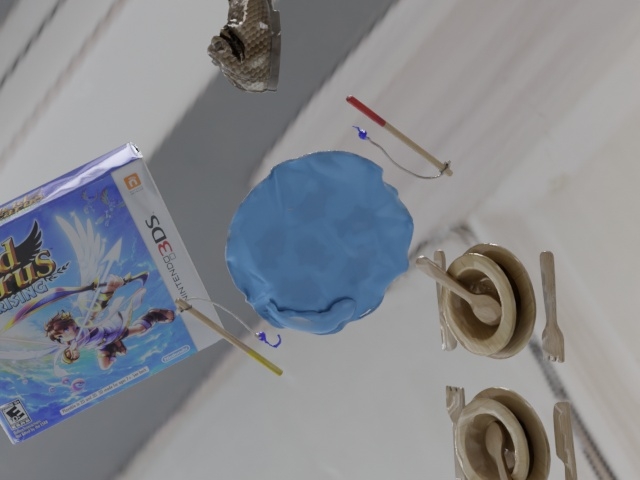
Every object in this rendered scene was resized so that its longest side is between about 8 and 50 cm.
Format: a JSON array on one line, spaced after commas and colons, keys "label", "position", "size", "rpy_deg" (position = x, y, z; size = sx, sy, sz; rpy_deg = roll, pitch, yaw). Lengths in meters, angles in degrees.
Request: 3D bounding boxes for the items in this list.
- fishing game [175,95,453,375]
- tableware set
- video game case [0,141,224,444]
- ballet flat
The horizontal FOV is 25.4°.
[{"label": "fishing game", "position": [0.000, 0.000, 1.336], "size": [0.264, 0.189, 0.041], "rpy_deg": [-53, -152, 8]}, {"label": "tableware set", "position": [0.120, 0.100, 1.036], "size": [0.128, 0.039, 0.194], "rpy_deg": [-1, -82, 53]}, {"label": "video game case", "position": [-0.271, 0.060, 1.552], "size": [0.269, 0.244, 0.061], "rpy_deg": [-27, -153, -8]}, {"label": "ballet flat", "position": [-0.068, -0.206, 1.194], "size": [0.250, 0.058, 0.084], "rpy_deg": [-97, -170, -47]}]
